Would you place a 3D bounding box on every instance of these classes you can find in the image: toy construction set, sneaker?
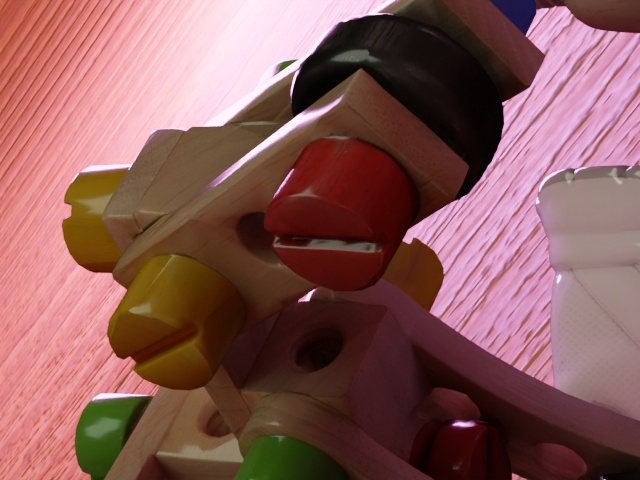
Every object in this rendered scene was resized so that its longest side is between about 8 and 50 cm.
[{"bbox_3d":[0.000,0.000,0.639,0.237,0.257,0.309,-1,70,39],"label":"toy construction set"},{"bbox_3d":[0.186,0.034,0.689,0.297,0.111,0.129,-4,81,63],"label":"sneaker"}]
